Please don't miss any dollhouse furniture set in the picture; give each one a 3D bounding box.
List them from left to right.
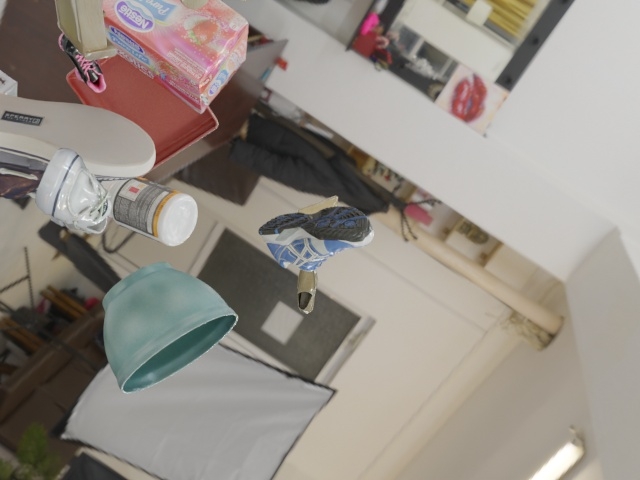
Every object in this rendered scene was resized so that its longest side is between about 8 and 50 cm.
[{"bbox_3d":[-0.224,-0.357,0.906,0.242,0.212,0.161,-20,138,-28],"label":"dollhouse furniture set"}]

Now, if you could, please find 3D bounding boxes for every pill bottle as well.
[{"bbox_3d":[-0.515,-0.098,2.004,0.162,0.278,0.162,-46,147,-42],"label":"pill bottle"}]

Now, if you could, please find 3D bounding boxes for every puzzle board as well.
[{"bbox_3d":[-0.011,-0.032,1.361,0.128,0.011,0.096,-23,127,-48],"label":"puzzle board"}]

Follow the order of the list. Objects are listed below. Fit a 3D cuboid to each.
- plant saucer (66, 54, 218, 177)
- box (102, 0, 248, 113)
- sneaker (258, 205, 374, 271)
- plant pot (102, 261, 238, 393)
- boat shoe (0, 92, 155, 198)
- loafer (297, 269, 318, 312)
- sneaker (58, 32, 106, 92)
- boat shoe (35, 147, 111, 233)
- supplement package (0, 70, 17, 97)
[{"bbox_3d":[-0.360,-0.294,1.400,0.259,0.258,0.048,-25,-164,31],"label":"plant saucer"},{"bbox_3d":[-0.283,-0.378,1.162,0.142,0.300,0.154,-55,-178,-13],"label":"box"},{"bbox_3d":[0.000,0.000,1.048,0.211,0.081,0.080,-1,-152,44],"label":"sneaker"},{"bbox_3d":[-0.359,0.173,1.504,0.293,0.196,0.293,-35,166,-10],"label":"plant pot"},{"bbox_3d":[-0.435,-0.134,1.105,0.158,0.340,0.127,105,-1,-50],"label":"boat shoe"},{"bbox_3d":[-0.038,0.136,1.931,0.050,0.056,0.148,-10,100,-82],"label":"loafer"},{"bbox_3d":[-0.357,-0.271,1.035,0.047,0.057,0.119,-31,157,-10],"label":"sneaker"},{"bbox_3d":[-0.300,-0.056,0.857,0.226,0.075,0.083,160,-48,-74],"label":"boat shoe"},{"bbox_3d":[-0.725,-0.232,1.290,0.199,0.198,0.262,-58,-171,-30],"label":"supplement package"}]
